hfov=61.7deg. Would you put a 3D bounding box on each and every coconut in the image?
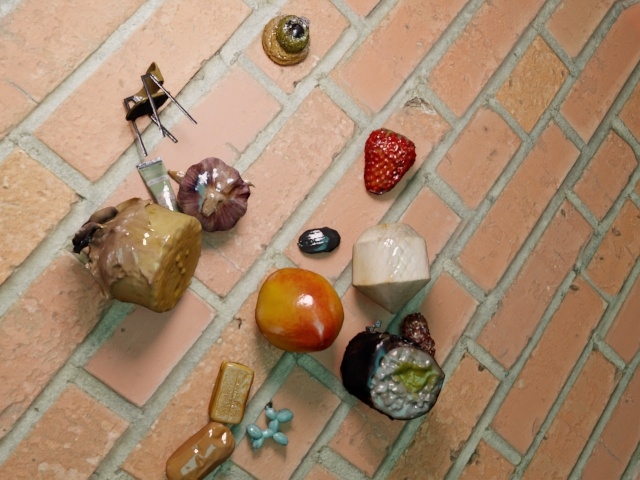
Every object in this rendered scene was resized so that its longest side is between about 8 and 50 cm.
[{"bbox_3d":[0.248,0.105,1.930,0.328,0.329,0.329,1,88,-22],"label":"coconut"}]

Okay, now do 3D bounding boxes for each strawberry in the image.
[{"bbox_3d":[0.244,-0.288,2.006,0.205,0.205,0.244,18,102,-20],"label":"strawberry"}]

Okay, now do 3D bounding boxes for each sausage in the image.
[{"bbox_3d":[-0.390,0.700,1.741,0.241,0.120,0.136,-33,102,-20],"label":"sausage"}]

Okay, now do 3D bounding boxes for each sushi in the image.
[{"bbox_3d":[0.238,0.468,1.906,0.299,0.294,0.281,45,77,-13],"label":"sushi"}]

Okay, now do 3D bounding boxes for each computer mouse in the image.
[{"bbox_3d":[0.000,0.000,1.954,0.172,0.057,0.099,-9,88,-20],"label":"computer mouse"}]

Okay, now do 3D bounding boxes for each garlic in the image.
[{"bbox_3d":[-0.339,-0.144,1.721,0.245,0.160,0.245,-2,95,-19],"label":"garlic"}]

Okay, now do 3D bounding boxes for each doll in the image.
[{"bbox_3d":[-0.180,0.657,1.859,0.158,0.059,0.159,20,82,-22],"label":"doll"}]

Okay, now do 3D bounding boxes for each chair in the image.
[{"bbox_3d":[-0.534,-0.426,1.700,0.172,0.158,0.247,-40,100,-40],"label":"chair"}]

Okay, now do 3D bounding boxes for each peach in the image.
[{"bbox_3d":[-0.063,0.233,1.789,0.289,0.308,0.289,1,87,-29],"label":"peach"}]

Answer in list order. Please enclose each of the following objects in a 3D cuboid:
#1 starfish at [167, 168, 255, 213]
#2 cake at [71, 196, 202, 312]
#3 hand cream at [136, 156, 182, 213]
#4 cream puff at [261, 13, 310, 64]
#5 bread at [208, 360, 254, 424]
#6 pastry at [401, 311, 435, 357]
[{"bbox_3d":[-0.372,-0.154,1.818,0.295,0.048,0.231,4,92,-16],"label":"starfish"},{"bbox_3d":[-0.562,0.031,1.620,0.321,0.332,0.332,19,80,6],"label":"cake"},{"bbox_3d":[-0.518,-0.156,1.758,0.086,0.055,0.235,-23,88,-20],"label":"hand cream"},{"bbox_3d":[-0.102,-0.724,1.880,0.183,0.169,0.183,1,87,-20],"label":"cream puff"},{"bbox_3d":[-0.302,0.511,1.806,0.116,0.077,0.200,18,84,-22],"label":"bread"},{"bbox_3d":[0.380,0.385,2.060,0.115,0.097,0.209,-22,98,-38],"label":"pastry"}]
